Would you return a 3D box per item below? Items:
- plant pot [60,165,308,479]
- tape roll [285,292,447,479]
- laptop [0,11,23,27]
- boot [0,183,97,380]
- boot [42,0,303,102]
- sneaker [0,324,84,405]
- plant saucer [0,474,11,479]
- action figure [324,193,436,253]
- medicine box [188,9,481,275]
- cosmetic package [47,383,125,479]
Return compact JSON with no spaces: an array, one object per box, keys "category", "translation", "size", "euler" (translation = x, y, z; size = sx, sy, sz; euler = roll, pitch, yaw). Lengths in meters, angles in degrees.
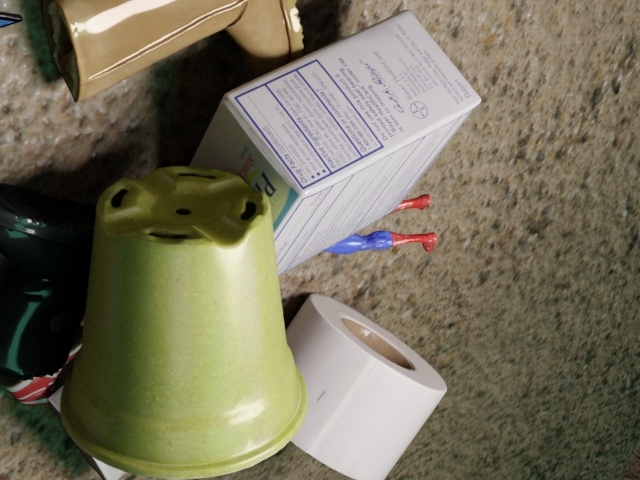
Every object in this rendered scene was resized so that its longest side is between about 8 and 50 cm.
[{"category":"plant pot","translation":[-0.144,0.069,1.419],"size":[0.276,0.276,0.254],"euler":[-22,128,-38]},{"category":"tape roll","translation":[0.038,0.214,1.929],"size":[0.169,0.246,0.246],"euler":[-56,148,9]},{"category":"laptop","translation":[-0.415,-0.111,1.112],"size":[0.234,0.136,0.264],"euler":[-1,124,-51]},{"category":"boot","translation":[-0.323,0.054,1.441],"size":[0.207,0.094,0.246],"euler":[-61,154,8]},{"category":"boot","translation":[-0.152,-0.216,1.402],"size":[0.269,0.089,0.236],"euler":[-31,141,-24]},{"category":"sneaker","translation":[-0.322,0.153,1.597],"size":[0.118,0.042,0.067],"euler":[-35,142,-12]},{"category":"plant saucer","translation":[-0.473,0.434,1.647],"size":[0.310,0.050,0.311],"euler":[-43,150,-32]},{"category":"action figure","translation":[0.000,0.000,1.770],"size":[0.280,0.092,0.139],"euler":[-5,166,-12]},{"category":"medicine box","translation":[-0.001,-0.099,1.561],"size":[0.289,0.149,0.263],"euler":[-28,166,-32]},{"category":"cosmetic package","translation":[-0.270,0.228,1.686],"size":[0.099,0.060,0.239],"euler":[-40,158,-17]}]
